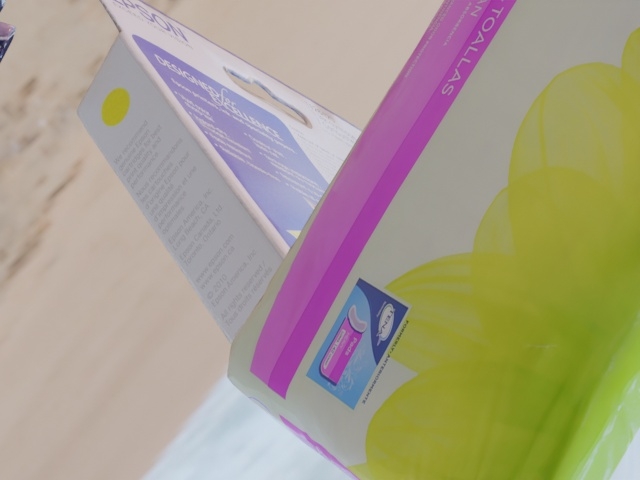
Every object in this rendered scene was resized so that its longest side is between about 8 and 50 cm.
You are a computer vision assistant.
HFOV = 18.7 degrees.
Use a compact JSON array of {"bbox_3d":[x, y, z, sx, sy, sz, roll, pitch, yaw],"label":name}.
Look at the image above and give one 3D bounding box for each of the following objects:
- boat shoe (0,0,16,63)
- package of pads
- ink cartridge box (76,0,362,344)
[{"bbox_3d":[-0.279,-0.084,0.736,0.127,0.340,0.158,118,-4,-77],"label":"boat shoe"},{"bbox_3d":[0.115,-0.020,0.710,0.296,0.101,0.229,-59,-146,0],"label":"package of pads"},{"bbox_3d":[0.000,0.000,1.149,0.072,0.307,0.303,-50,138,12],"label":"ink cartridge box"}]
